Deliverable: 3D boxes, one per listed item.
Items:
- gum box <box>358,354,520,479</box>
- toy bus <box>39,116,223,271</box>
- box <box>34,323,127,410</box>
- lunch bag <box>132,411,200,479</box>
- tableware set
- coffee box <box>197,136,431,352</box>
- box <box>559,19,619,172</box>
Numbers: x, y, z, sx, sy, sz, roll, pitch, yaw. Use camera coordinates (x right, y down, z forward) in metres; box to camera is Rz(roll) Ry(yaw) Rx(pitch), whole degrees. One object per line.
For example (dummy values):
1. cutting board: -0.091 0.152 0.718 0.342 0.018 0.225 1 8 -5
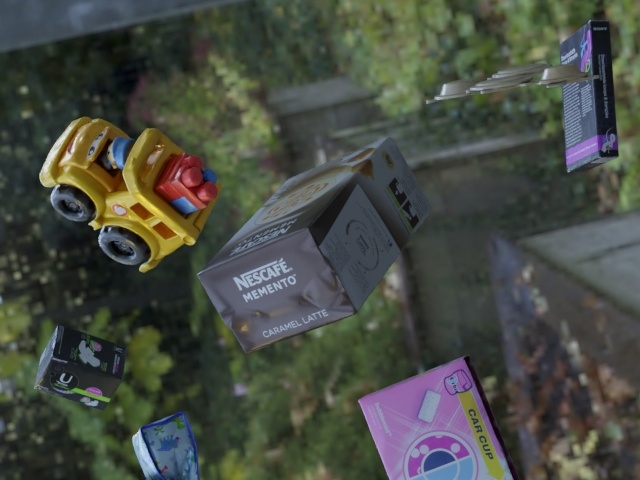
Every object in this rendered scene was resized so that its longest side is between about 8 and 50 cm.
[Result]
1. gum box: 0.122 0.214 1.447 0.062 0.107 0.188 5 -117 -80
2. toy bus: -0.242 -0.083 2.145 0.220 0.211 0.149 42 -127 -24
3. box: -0.265 0.141 1.722 0.062 0.083 0.052 -57 20 37
4. lunch bag: -0.236 0.359 2.453 0.151 0.096 0.129 67 164 7
5. tableware set: 0.198 -0.164 1.607 0.168 0.141 0.020 -166 64 -68
6. coffee box: 0.000 0.000 1.579 0.098 0.141 0.246 60 -150 -13
7. box: 0.316 -0.169 1.836 0.116 0.029 0.162 149 117 -79
